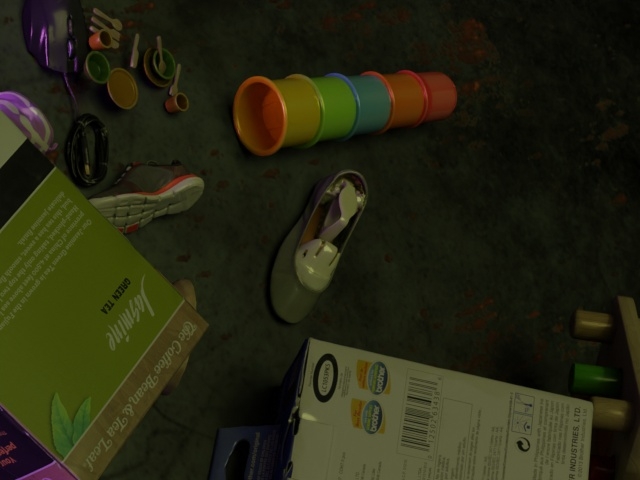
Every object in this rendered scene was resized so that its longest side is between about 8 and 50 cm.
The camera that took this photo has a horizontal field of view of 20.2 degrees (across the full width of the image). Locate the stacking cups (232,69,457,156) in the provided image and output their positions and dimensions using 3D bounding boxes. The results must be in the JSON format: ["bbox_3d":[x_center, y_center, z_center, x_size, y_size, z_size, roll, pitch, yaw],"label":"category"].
[{"bbox_3d":[0.040,-0.172,2.196,0.316,0.096,0.096,-14,81,-42],"label":"stacking cups"}]

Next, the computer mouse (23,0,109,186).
[{"bbox_3d":[-0.272,-0.177,1.983,0.071,0.041,0.242,-8,78,-41],"label":"computer mouse"}]

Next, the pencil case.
[{"bbox_3d":[-0.358,-0.068,1.840,0.088,0.086,0.206,43,51,-7],"label":"pencil case"}]

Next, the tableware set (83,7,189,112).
[{"bbox_3d":[-0.205,-0.192,2.030,0.154,0.024,0.104,33,53,-42],"label":"tableware set"}]

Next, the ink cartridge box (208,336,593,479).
[{"bbox_3d":[0.081,0.273,1.947,0.395,0.151,0.270,14,60,-8],"label":"ink cartridge box"}]

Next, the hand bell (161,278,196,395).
[{"bbox_3d":[-0.263,0.080,1.865,0.242,0.126,0.126,12,65,-21],"label":"hand bell"}]

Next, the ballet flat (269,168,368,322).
[{"bbox_3d":[0.000,0.000,2.109,0.072,0.068,0.213,38,53,-21],"label":"ballet flat"}]

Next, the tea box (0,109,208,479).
[{"bbox_3d":[-0.344,0.081,1.630,0.323,0.329,0.220,48,50,-15],"label":"tea box"}]

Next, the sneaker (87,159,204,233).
[{"bbox_3d":[-0.206,-0.054,1.989,0.158,0.061,0.065,-14,55,-42],"label":"sneaker"}]

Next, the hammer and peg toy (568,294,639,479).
[{"bbox_3d":[0.342,0.264,2.089,0.127,0.266,0.361,8,31,-3],"label":"hammer and peg toy"}]
